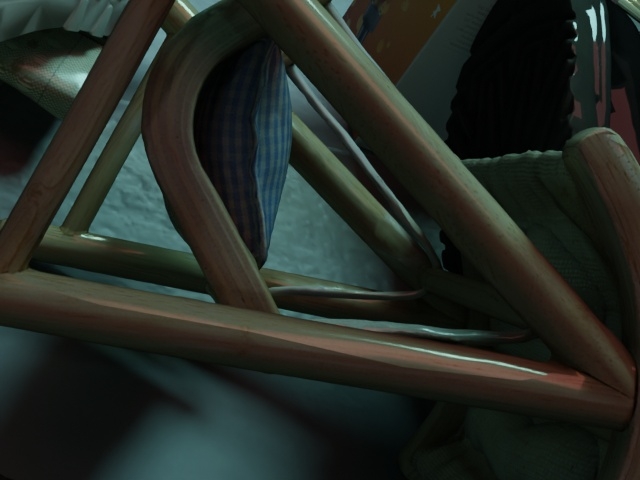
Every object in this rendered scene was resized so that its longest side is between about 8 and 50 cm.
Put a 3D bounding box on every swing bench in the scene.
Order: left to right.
[{"bbox_3d":[0.000,0.000,0.506,0.254,0.165,0.253,29,-2,-7],"label":"swing bench"}]

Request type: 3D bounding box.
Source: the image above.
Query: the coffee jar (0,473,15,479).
[{"bbox_3d":[-0.067,0.154,0.430,0.184,0.079,0.096,33,36,-23],"label":"coffee jar"}]

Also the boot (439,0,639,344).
[{"bbox_3d":[0.206,0.029,0.706,0.260,0.131,0.348,9,72,-26],"label":"boot"}]

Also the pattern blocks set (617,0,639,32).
[{"bbox_3d":[0.325,-0.261,1.235,0.285,0.026,0.325,32,38,-5],"label":"pattern blocks set"}]

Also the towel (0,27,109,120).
[{"bbox_3d":[-0.236,-0.208,0.740,0.324,0.056,0.312,28,35,-7],"label":"towel"}]

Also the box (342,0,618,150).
[{"bbox_3d":[0.094,-0.147,0.818,0.091,0.170,0.130,18,41,-24],"label":"box"}]

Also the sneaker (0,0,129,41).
[{"bbox_3d":[-0.147,-0.154,0.632,0.094,0.090,0.235,33,29,26],"label":"sneaker"}]
